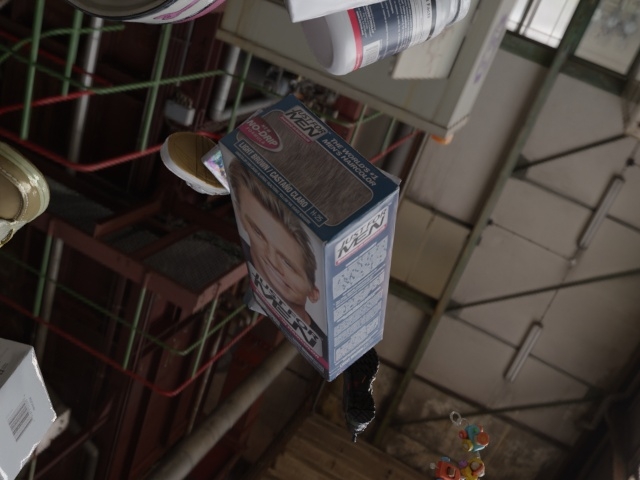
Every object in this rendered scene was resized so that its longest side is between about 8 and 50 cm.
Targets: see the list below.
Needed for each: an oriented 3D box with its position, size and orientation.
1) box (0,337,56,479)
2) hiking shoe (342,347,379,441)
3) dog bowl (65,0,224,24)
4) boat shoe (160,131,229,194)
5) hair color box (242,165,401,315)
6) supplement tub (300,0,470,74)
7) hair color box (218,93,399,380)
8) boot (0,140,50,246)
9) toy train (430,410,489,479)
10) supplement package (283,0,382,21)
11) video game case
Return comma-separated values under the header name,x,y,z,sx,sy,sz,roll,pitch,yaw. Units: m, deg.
name,x,y,z,sx,sy,sz,roll,pitch,yaw
box,-0.702,0.284,1.272,0.345,0.215,0.168,12,-139,10
hiking shoe,0.079,0.336,1.568,0.086,0.114,0.227,14,-137,-4
dog bowl,-0.271,-0.548,1.141,0.407,0.408,0.150,30,-169,20
boat shoe,-0.224,-0.132,1.338,0.096,0.098,0.277,-11,165,27
hair color box,0.000,0.000,1.455,0.185,0.375,0.113,25,178,-14
supplement tub,0.110,-0.430,1.240,0.272,0.191,0.191,-25,-139,-12
hair color box,-0.010,0.016,0.821,0.105,0.347,0.174,-36,-117,-20
boot,-0.350,0.002,0.647,0.077,0.213,0.165,47,-129,-15
toy train,0.305,0.450,1.461,0.125,0.046,0.166,33,-123,-15
supplement package,0.005,-0.496,0.976,0.175,0.293,0.178,-15,-122,-5
video game case,-0.126,-0.147,1.292,0.019,0.143,0.157,48,177,43
